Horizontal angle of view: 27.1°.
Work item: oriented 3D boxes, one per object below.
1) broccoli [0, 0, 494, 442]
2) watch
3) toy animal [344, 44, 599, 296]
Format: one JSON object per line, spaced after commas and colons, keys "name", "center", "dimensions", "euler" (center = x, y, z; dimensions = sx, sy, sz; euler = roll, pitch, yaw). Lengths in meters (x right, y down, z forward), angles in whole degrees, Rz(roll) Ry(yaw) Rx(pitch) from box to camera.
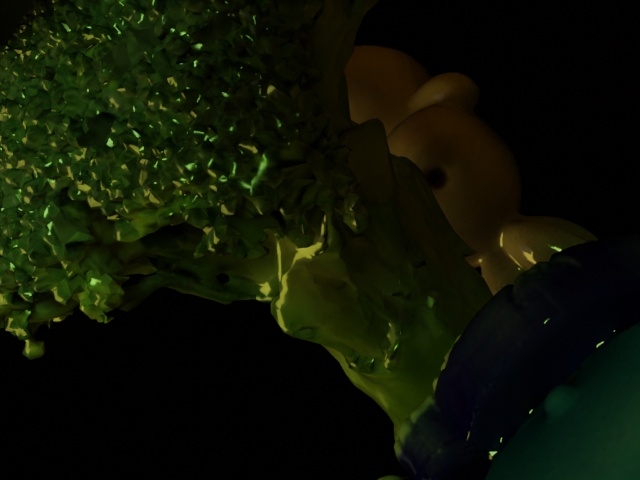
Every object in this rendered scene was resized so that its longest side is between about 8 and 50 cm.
{"name": "broccoli", "center": [-0.006, 0.014, 0.609], "dimensions": [0.252, 0.221, 0.361], "euler": [-44, -67, -47]}
{"name": "watch", "center": [0.142, 0.112, 0.516], "dimensions": [0.196, 0.171, 0.200], "euler": [22, -162, -44]}
{"name": "toy animal", "center": [0.069, -0.028, 0.758], "dimensions": [0.212, 0.124, 0.124], "euler": [46, 177, 38]}
